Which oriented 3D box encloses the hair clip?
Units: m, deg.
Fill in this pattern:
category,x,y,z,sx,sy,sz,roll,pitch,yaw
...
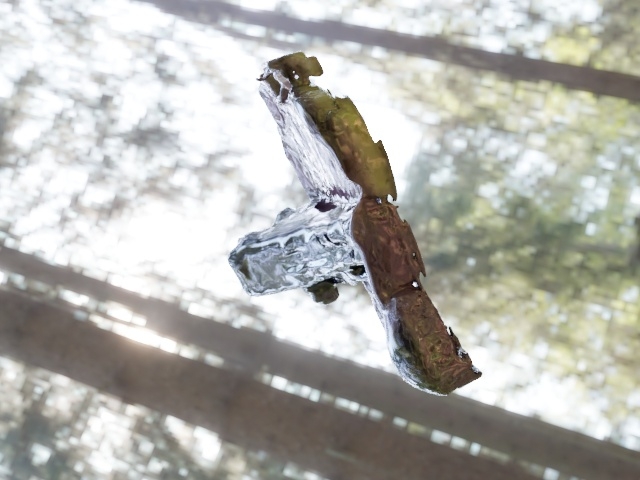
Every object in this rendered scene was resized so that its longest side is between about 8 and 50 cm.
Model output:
category,x,y,z,sx,sy,sz,roll,pitch,yaw
hair clip,0.007,-0.004,0.683,0.056,0.187,0.146,-26,-90,-16
